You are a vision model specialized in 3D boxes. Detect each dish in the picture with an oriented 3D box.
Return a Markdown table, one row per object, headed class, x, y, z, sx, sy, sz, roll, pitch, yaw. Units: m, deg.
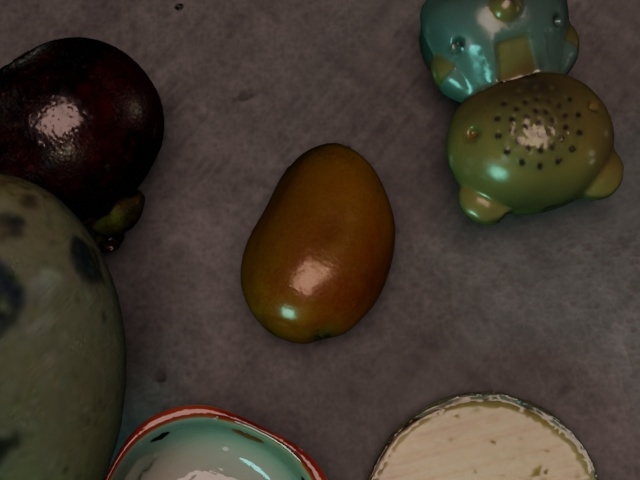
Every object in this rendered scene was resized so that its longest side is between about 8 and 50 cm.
| class | x | y | z | sx | sy | sz | roll | pitch | yaw |
| --- | --- | --- | --- | --- | --- | --- | --- | --- | --- |
| dish | -0.110 | 0.295 | 1.261 | 0.256 | 0.117 | 0.256 | 0 | 81 | -1 |

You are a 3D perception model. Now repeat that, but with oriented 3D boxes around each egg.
| class | x | y | z | sx | sy | sz | roll | pitch | yaw |
| --- | --- | --- | --- | --- | --- | --- | --- | --- | --- |
| egg | -0.355 | 0.141 | 1.167 | 0.345 | 0.345 | 0.428 | 28 | 105 | 6 |

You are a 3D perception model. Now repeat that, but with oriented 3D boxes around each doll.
| class | x | y | z | sx | sy | sz | roll | pitch | yaw |
| --- | --- | --- | --- | --- | --- | --- | --- | --- | --- |
| doll | 0.210 | -0.152 | 1.326 | 0.177 | 0.161 | 0.260 | -11 | 77 | -3 |

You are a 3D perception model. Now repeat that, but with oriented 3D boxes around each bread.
| class | x | y | z | sx | sy | sz | roll | pitch | yaw |
| --- | --- | --- | --- | --- | --- | --- | --- | --- | --- |
| bread | 0.172 | 0.292 | 1.300 | 0.267 | 0.040 | 0.267 | 0 | 78 | 0 |

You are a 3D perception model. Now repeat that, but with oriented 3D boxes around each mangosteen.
| class | x | y | z | sx | sy | sz | roll | pitch | yaw |
| --- | --- | --- | --- | --- | --- | --- | --- | --- | --- |
| mangosteen | -0.258 | -0.102 | 1.294 | 0.216 | 0.216 | 0.216 | 0 | 79 | 0 |

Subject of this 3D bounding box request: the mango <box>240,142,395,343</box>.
| class | x | y | z | sx | sy | sz | roll | pitch | yaw |
| --- | --- | --- | --- | --- | --- | --- | --- | --- | --- |
| mango | 0.005 | 0.004 | 1.318 | 0.151 | 0.120 | 0.221 | 24 | 73 | 6 |
